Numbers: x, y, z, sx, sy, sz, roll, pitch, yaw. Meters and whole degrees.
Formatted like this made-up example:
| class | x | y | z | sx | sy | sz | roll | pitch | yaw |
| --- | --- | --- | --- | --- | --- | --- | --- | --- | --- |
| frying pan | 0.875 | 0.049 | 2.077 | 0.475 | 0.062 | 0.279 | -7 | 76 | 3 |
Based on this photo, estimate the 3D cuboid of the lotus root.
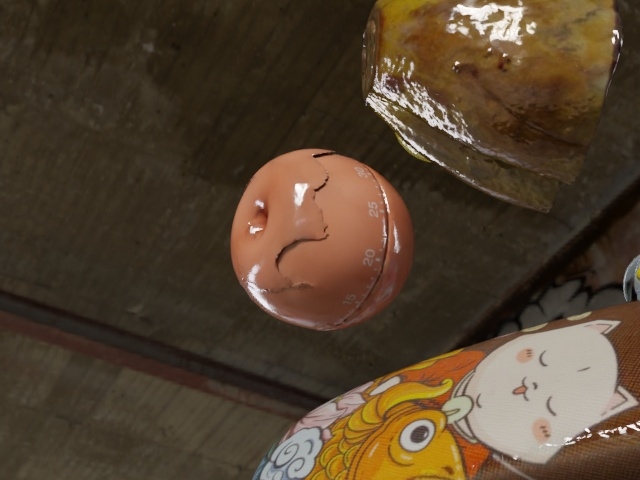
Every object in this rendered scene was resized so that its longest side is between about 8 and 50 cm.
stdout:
| class | x | y | z | sx | sy | sz | roll | pitch | yaw |
| --- | --- | --- | --- | --- | --- | --- | --- | --- | --- |
| lotus root | 0.120 | -0.125 | 0.664 | 0.180 | 0.199 | 0.188 | 8 | -55 | 0 |

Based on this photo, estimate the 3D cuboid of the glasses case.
| class | x | y | z | sx | sy | sz | roll | pitch | yaw |
| --- | --- | --- | --- | --- | --- | --- | --- | --- | --- |
| glasses case | 0.104 | 0.105 | 0.457 | 0.321 | 0.122 | 0.082 | -21 | -73 | 21 |

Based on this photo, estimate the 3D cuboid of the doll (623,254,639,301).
| class | x | y | z | sx | sy | sz | roll | pitch | yaw |
| --- | --- | --- | --- | --- | --- | --- | --- | --- | --- |
| doll | 0.380 | 0.030 | 0.914 | 0.104 | 0.062 | 0.194 | 21 | -55 | 26 |

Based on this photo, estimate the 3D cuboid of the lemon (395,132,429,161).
| class | x | y | z | sx | sy | sz | roll | pitch | yaw |
| --- | --- | --- | --- | --- | --- | --- | --- | --- | --- |
| lemon | 0.230 | -0.230 | 1.577 | 0.203 | 0.178 | 0.178 | 1 | -42 | 24 |

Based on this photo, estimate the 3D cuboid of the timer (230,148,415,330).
| class | x | y | z | sx | sy | sz | roll | pitch | yaw |
| --- | --- | --- | --- | --- | --- | --- | --- | --- | --- |
| timer | 0.000 | 0.000 | 1.109 | 0.215 | 0.229 | 0.229 | 21 | -48 | -36 |
